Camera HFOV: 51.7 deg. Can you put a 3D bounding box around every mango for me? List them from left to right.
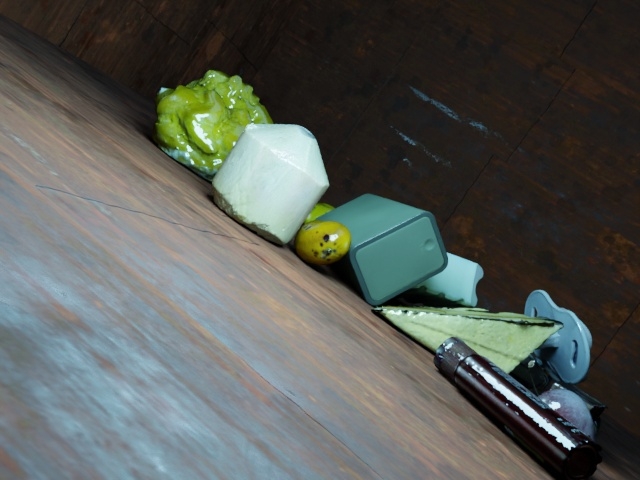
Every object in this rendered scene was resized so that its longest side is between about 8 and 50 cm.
[{"bbox_3d":[-0.002,0.002,1.484,0.178,0.115,0.090,17,-42,58],"label":"mango"}]

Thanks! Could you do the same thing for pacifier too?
[{"bbox_3d":[0.595,0.278,1.797,0.233,0.244,0.299,-4,20,-13],"label":"pacifier"}]

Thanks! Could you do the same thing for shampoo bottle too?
[{"bbox_3d":[0.325,0.282,1.143,0.129,0.084,0.323,35,2,-42],"label":"shampoo bottle"}]

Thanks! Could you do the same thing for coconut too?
[{"bbox_3d":[-0.099,-0.141,1.443,0.239,0.244,0.239,33,4,-3],"label":"coconut"}]

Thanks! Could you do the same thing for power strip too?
[{"bbox_3d":[0.504,0.334,1.931,0.105,0.070,0.256,32,4,-32],"label":"power strip"}]

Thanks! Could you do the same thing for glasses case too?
[{"bbox_3d":[0.610,0.370,2.032,0.128,0.083,0.308,63,6,2],"label":"glasses case"}]

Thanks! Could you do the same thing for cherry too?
[{"bbox_3d":[0.429,0.322,1.175,0.115,0.148,0.188,1,-34,20],"label":"cherry"}]

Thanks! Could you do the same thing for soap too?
[{"bbox_3d":[0.295,0.110,1.849,0.208,0.115,0.347,20,-10,-8],"label":"soap"}]

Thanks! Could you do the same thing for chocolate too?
[{"bbox_3d":[0.601,0.412,1.581,0.112,0.112,0.321,34,5,30],"label":"chocolate"}]

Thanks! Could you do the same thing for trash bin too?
[{"bbox_3d":[0.131,-0.003,1.650,0.158,0.222,0.343,68,-10,-22],"label":"trash bin"}]

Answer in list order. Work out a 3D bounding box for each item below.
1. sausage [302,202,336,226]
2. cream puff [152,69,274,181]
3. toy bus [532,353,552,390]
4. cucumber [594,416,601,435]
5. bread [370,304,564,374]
[{"bbox_3d":[0.085,0.002,2.009,0.347,0.123,0.123,36,5,8],"label":"sausage"},{"bbox_3d":[-0.272,-0.311,1.791,0.378,0.276,0.378,37,6,-5],"label":"cream puff"},{"bbox_3d":[0.721,0.432,2.307,0.103,0.091,0.182,33,6,-36],"label":"toy bus"},{"bbox_3d":[0.866,0.582,2.122,0.070,0.046,0.220,28,2,26],"label":"cucumber"},{"bbox_3d":[0.343,0.175,1.560,0.405,0.242,0.346,38,2,-1],"label":"bread"}]
